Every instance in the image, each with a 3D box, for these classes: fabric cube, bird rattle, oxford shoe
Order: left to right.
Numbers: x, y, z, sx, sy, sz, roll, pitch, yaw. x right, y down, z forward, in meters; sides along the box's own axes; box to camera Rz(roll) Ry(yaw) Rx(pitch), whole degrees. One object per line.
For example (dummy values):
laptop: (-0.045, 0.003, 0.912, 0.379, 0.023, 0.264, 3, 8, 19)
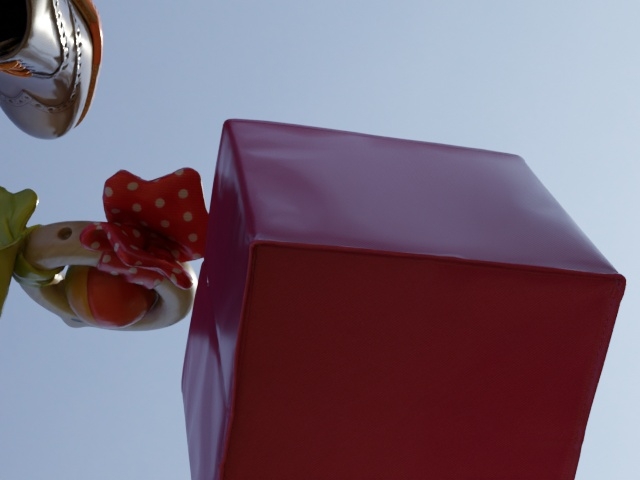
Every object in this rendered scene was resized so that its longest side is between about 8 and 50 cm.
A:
oxford shoe: (-0.265, -0.182, 1.095, 0.364, 0.130, 0.133, 87, -168, -57)
bird rattle: (-0.190, 0.016, 1.172, 0.207, 0.253, 0.143, 55, -152, -57)
fabric cube: (0.041, 0.079, 0.988, 0.254, 0.258, 0.259, 6, -69, -12)
